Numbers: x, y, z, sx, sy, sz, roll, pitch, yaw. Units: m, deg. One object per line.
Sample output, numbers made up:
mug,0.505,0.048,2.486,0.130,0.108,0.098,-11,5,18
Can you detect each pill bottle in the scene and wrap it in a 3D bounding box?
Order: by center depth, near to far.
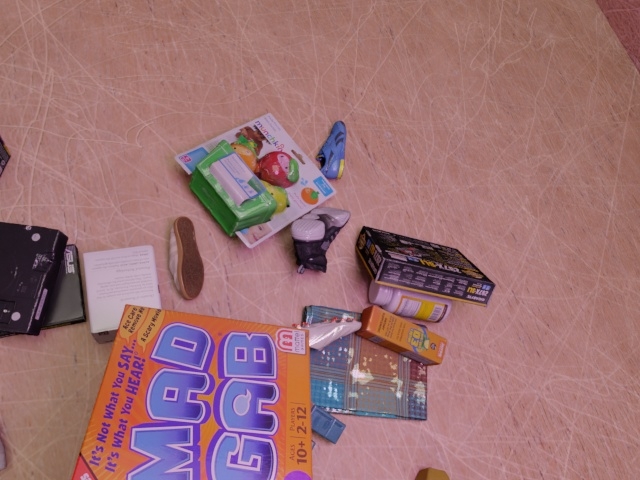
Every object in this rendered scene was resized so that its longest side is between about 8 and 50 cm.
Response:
pill bottle,0.250,0.157,1.351,0.214,0.117,0.117,14,66,-12

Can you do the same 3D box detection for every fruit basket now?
fruit basket,-0.164,-0.186,1.332,0.353,0.165,0.327,-36,83,-29

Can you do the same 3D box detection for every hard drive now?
hard drive,-0.760,0.070,1.052,0.338,0.064,0.237,7,71,-3

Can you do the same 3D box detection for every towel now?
towel,0.119,0.328,1.286,0.370,0.040,0.272,11,67,-14

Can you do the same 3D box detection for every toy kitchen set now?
toy kitchen set,-0.006,0.508,1.099,0.122,0.166,0.207,42,72,-28

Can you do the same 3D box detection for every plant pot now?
plant pot,0.281,0.618,1.203,0.081,0.081,0.083,18,53,-10

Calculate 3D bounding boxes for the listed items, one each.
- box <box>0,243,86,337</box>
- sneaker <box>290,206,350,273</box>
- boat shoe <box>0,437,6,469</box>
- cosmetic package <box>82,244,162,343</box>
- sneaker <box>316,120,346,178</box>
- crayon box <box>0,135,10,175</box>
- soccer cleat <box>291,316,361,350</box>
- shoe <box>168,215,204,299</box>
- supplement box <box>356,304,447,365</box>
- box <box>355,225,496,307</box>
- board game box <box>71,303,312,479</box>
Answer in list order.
box,-0.656,0.114,1.118,0.184,0.045,0.191,-9,73,-17
sneaker,0.000,0.000,1.345,0.101,0.153,0.268,14,23,25
boat shoe,-0.785,0.494,0.890,0.367,0.136,0.157,-22,80,-34
cosmetic package,-0.454,0.127,1.119,0.151,0.151,0.184,-8,73,-21
sneaker,0.033,-0.287,1.486,0.082,0.069,0.209,10,67,-10
crayon box,-0.892,-0.279,1.020,0.313,0.363,0.106,15,66,-11
soccer cleat,0.013,0.241,1.232,0.196,0.068,0.076,-5,87,-19
shoe,-0.351,0.049,1.242,0.076,0.058,0.219,7,68,-49
supplement box,0.218,0.256,1.287,0.233,0.080,0.078,26,65,-12
box,0.277,0.066,1.331,0.321,0.257,0.079,13,110,-13
board game box,-0.233,0.390,0.912,0.356,0.356,0.356,11,44,-14
